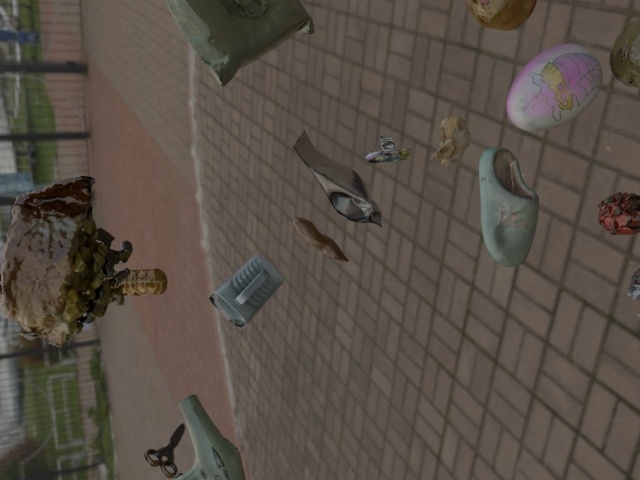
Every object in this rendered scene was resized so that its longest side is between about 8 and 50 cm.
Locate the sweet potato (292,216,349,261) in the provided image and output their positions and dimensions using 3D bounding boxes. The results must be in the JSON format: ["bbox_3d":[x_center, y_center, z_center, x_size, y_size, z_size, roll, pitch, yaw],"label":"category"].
[{"bbox_3d":[-0.002,0.001,2.132,0.218,0.065,0.051,40,126,0],"label":"sweet potato"}]

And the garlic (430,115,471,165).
[{"bbox_3d":[0.297,-0.223,1.552,0.094,0.074,0.113,-77,8,-58],"label":"garlic"}]

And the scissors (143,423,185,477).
[{"bbox_3d":[-0.358,0.493,1.661,0.017,0.088,0.220,-54,3,11],"label":"scissors"}]

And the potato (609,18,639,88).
[{"bbox_3d":[0.724,-0.412,1.516,0.262,0.164,0.165,-82,-1,-66],"label":"potato"}]

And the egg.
[{"bbox_3d":[0.599,-0.391,1.778,0.196,0.271,0.196,43,151,31],"label":"egg"}]

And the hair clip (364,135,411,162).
[{"bbox_3d":[0.169,-0.223,1.745,0.172,0.116,0.049,43,-131,-84],"label":"hair clip"}]

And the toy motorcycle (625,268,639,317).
[{"bbox_3d":[0.808,0.146,1.673,0.123,0.080,0.215,-63,12,14],"label":"toy motorcycle"}]

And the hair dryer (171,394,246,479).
[{"bbox_3d":[-0.266,0.417,1.353,0.088,0.224,0.219,103,159,-64],"label":"hair dryer"}]

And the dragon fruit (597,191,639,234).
[{"bbox_3d":[0.793,-0.073,1.794,0.142,0.121,0.130,29,93,53],"label":"dragon fruit"}]

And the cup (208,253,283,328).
[{"bbox_3d":[-0.147,0.100,1.389,0.095,0.129,0.128,44,156,-3],"label":"cup"}]

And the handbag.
[{"bbox_3d":[-0.169,-0.466,1.361,0.109,0.316,0.253,-19,108,49],"label":"handbag"}]

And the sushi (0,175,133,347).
[{"bbox_3d":[-0.405,0.038,1.104,0.167,0.179,0.297,-124,43,-82],"label":"sushi"}]

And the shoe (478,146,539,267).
[{"bbox_3d":[0.302,-0.056,1.089,0.078,0.079,0.195,-14,85,61],"label":"shoe"}]

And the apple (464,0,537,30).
[{"bbox_3d":[0.307,-0.421,1.178,0.102,0.126,0.126,115,142,-46],"label":"apple"}]

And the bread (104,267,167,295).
[{"bbox_3d":[-0.367,0.083,1.325,0.044,0.157,0.052,61,-152,-61],"label":"bread"}]

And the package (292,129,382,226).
[{"bbox_3d":[0.035,-0.128,1.499,0.062,0.251,0.204,-45,9,14],"label":"package"}]
